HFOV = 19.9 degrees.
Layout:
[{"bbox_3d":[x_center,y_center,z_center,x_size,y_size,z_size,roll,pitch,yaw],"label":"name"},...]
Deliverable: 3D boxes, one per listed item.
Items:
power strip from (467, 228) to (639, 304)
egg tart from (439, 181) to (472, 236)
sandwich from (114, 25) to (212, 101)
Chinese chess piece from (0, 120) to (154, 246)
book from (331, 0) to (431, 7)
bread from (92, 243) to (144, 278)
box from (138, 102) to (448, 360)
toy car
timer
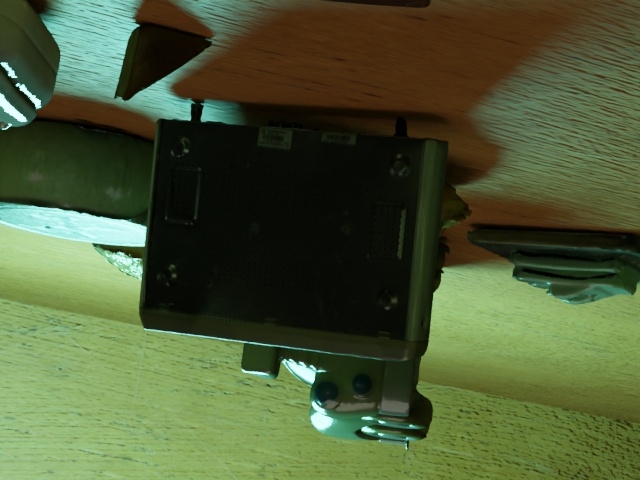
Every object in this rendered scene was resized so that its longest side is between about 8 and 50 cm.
[{"bbox_3d":[0.284,0.037,2.021,0.213,0.064,0.198,2,171,33],"label":"power strip"},{"bbox_3d":[0.000,0.000,1.744,0.294,0.116,0.295,-3,-178,0],"label":"egg tart"},{"bbox_3d":[-0.128,-0.144,1.386,0.083,0.044,0.031,-33,-168,-20],"label":"sandwich"},{"bbox_3d":[-0.250,-0.057,1.883,0.237,0.092,0.238,9,170,2],"label":"Chinese chess piece"},{"bbox_3d":[-0.117,-0.204,1.032,0.374,0.028,0.262,9,169,4],"label":"book"},{"bbox_3d":[-0.214,0.007,2.299,0.125,0.082,0.106,17,163,15],"label":"bread"},{"bbox_3d":[-0.028,-0.011,1.578,0.270,0.211,0.045,7,-179,24],"label":"box"},{"bbox_3d":[0.032,0.115,2.198,0.226,0.242,0.336,6,170,2],"label":"toy car"},{"bbox_3d":[-0.325,-0.153,1.362,0.237,0.087,0.262,9,171,5],"label":"timer"}]
